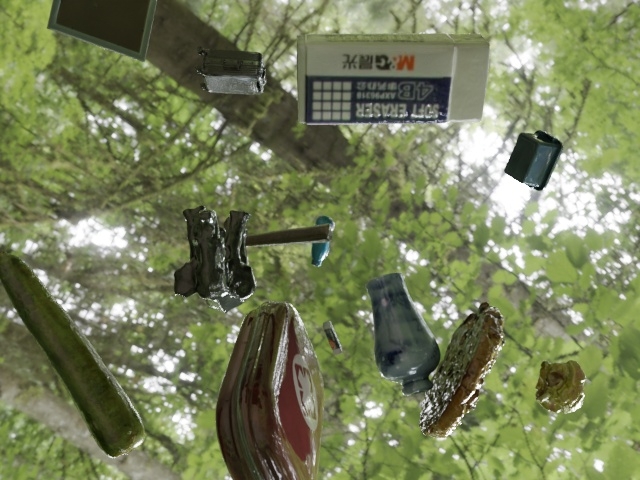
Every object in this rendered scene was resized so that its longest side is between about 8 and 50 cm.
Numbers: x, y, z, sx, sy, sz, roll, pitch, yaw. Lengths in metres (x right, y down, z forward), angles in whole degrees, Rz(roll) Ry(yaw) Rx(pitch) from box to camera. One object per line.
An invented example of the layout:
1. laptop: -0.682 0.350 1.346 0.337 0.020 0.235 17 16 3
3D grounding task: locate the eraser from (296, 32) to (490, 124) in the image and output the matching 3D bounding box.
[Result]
1. eraser: 0.104 -0.242 1.086 0.081 0.279 0.124 -95 -175 -63

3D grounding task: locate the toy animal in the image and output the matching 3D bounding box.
1. toy animal: -0.143 0.028 1.067 0.115 0.245 0.146 -2 -107 13

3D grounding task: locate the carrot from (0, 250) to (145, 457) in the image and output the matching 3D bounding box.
1. carrot: -0.378 0.164 1.090 0.074 0.358 0.074 -34 177 -2

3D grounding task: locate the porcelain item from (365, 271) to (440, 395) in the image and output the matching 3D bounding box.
1. porcelain item: 0.174 0.202 1.570 0.141 0.141 0.259 -27 -111 35

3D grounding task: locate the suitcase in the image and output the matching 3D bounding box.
1. suitcase: -0.163 -0.313 1.348 0.086 0.126 0.059 94 0 -75

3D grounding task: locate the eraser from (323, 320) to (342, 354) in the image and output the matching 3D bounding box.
1. eraser: 0.033 0.272 2.022 0.027 0.099 0.019 -17 -165 22

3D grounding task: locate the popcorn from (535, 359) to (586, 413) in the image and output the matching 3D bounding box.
1. popcorn: 0.477 0.290 1.446 0.109 0.089 0.097 -38 -140 6

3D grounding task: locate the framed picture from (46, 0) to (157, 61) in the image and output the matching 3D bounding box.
1. framed picture: -0.304 -0.364 1.048 0.011 0.142 0.183 -4 -105 57

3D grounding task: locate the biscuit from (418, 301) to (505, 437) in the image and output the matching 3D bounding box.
1. biscuit: 0.318 0.292 1.601 0.334 0.081 0.289 -58 176 -46

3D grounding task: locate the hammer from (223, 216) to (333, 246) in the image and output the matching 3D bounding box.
1. hammer: -0.094 -0.005 1.363 0.297 0.027 0.125 -6 -122 38

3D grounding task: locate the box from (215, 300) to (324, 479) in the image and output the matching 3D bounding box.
1. box: -0.074 0.276 1.255 0.108 0.263 0.404 -15 -156 11

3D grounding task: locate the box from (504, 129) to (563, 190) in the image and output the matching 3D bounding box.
1. box: 0.372 -0.143 1.283 0.074 0.054 0.099 47 -54 48

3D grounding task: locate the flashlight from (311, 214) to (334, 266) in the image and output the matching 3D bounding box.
1. flashlight: 0.000 0.000 1.784 0.051 0.051 0.129 41 -59 56
